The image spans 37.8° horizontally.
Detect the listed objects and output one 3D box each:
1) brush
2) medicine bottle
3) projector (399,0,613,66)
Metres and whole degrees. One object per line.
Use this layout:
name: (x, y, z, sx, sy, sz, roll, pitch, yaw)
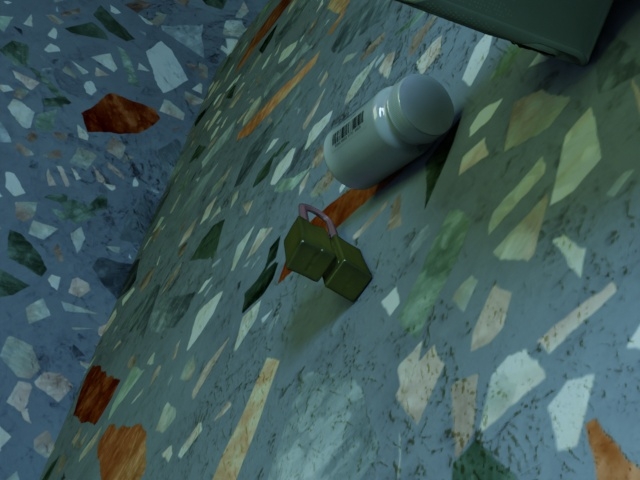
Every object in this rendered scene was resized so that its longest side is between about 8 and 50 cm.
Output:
brush: (0.000, 0.000, 1.267, 0.047, 0.103, 0.233, -57, 15, 14)
medicine bottle: (0.090, -0.145, 1.263, 0.187, 0.103, 0.102, -33, 30, 54)
projector: (0.217, -0.301, 0.997, 0.163, 0.243, 0.177, -118, 45, -69)
